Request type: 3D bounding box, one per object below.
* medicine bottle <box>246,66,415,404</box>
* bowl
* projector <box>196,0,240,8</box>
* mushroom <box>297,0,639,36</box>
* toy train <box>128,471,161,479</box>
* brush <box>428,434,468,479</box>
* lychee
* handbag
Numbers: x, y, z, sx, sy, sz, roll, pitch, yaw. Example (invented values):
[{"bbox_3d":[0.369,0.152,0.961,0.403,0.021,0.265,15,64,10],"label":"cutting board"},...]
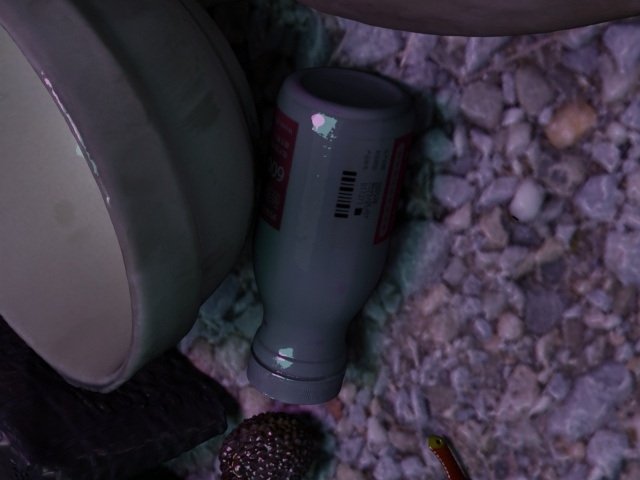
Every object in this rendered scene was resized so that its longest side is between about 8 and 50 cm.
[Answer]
[{"bbox_3d":[0.000,0.000,1.041,0.090,0.090,0.217,25,119,27],"label":"medicine bottle"},{"bbox_3d":[-0.152,-0.072,1.044,0.307,0.163,0.307,39,148,31],"label":"bowl"},{"bbox_3d":[-0.099,-0.322,1.015,0.259,0.079,0.257,45,125,18],"label":"projector"},{"bbox_3d":[0.098,-0.176,0.890,0.350,0.128,0.128,6,108,27],"label":"mushroom"},{"bbox_3d":[-0.143,0.230,1.176,0.253,0.157,0.105,31,121,25],"label":"toy train"},{"bbox_3d":[0.093,0.170,1.074,0.021,0.019,0.083,-36,85,47],"label":"brush"},{"bbox_3d":[-0.041,0.155,1.136,0.083,0.068,0.067,-29,45,22],"label":"lychee"},{"bbox_3d":[-0.210,0.085,1.173,0.270,0.175,0.089,43,144,19],"label":"handbag"}]
